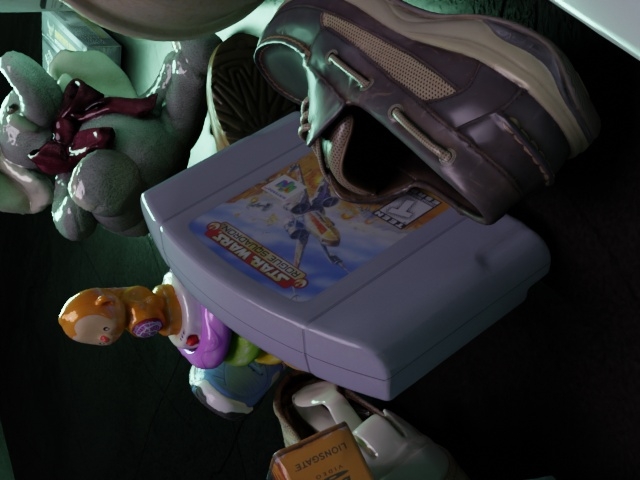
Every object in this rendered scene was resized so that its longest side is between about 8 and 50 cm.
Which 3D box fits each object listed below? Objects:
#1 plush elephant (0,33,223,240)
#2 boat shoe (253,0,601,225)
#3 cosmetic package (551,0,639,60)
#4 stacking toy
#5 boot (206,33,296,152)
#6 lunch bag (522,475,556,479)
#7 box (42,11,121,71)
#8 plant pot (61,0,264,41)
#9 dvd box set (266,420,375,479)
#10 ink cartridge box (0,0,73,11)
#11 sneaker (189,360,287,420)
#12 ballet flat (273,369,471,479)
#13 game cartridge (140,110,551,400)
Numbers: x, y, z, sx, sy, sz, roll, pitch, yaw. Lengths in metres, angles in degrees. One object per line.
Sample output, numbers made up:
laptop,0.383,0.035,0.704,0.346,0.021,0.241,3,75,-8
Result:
plush elephant,-0.288,-0.132,1.301,0.255,0.272,0.330,28,156,4
boat shoe,0.038,-0.103,0.803,0.132,0.130,0.355,48,167,-33
cosmetic package,0.215,-0.161,0.426,0.385,0.156,0.217,-127,45,-53
stacking toy,-0.075,0.049,0.931,0.175,0.302,0.165,-57,48,50
boot,-0.114,-0.075,1.201,0.269,0.089,0.236,-22,77,63
lunch bag,0.190,0.269,0.703,0.279,0.108,0.224,-24,76,61
box,-0.372,-0.245,1.667,0.231,0.056,0.183,41,131,50
plant pot,-0.049,-0.335,0.811,0.305,0.334,0.333,3,100,50
dvd box set,0.069,0.367,0.796,0.420,0.062,0.307,63,165,19
ink cartridge box,-0.258,-0.385,1.063,0.166,0.395,0.285,-12,87,60
sneaker,-0.061,0.097,1.057,0.080,0.211,0.081,34,121,0
ballet flat,0.040,0.190,0.947,0.316,0.107,0.106,20,136,58
game cartridge,0.000,0.000,0.834,0.297,0.198,0.062,31,138,40
